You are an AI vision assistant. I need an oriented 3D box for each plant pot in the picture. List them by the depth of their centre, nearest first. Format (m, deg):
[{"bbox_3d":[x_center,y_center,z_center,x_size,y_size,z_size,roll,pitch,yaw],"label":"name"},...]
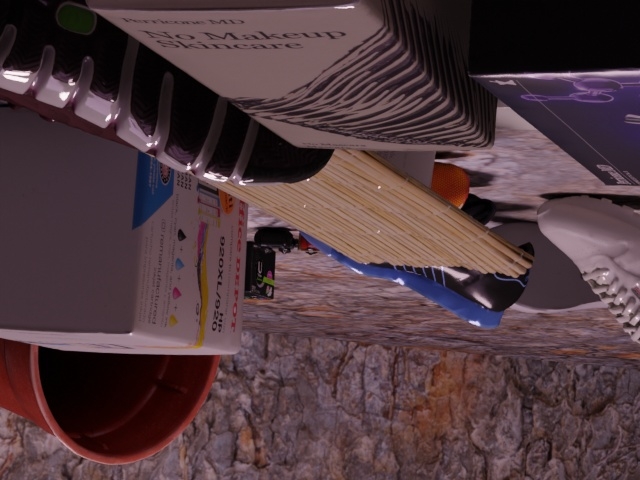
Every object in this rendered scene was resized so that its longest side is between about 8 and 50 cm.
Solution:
[{"bbox_3d":[-0.297,0.092,1.923,0.265,0.272,0.272,9,178,42],"label":"plant pot"}]

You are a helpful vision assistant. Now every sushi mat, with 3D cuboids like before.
[{"bbox_3d":[0.017,-0.024,1.144,0.151,0.019,0.316,4,168,30],"label":"sushi mat"}]

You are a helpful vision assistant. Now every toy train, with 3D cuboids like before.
[{"bbox_3d":[0.000,0.000,1.876,0.158,0.027,0.036,1,162,22],"label":"toy train"}]

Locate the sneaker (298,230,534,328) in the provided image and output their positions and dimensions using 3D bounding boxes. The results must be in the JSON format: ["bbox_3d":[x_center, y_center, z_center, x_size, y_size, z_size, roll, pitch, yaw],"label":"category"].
[{"bbox_3d":[0.091,-0.003,1.627,0.232,0.090,0.081,24,-157,-12],"label":"sneaker"}]

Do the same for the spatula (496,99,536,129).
[{"bbox_3d":[0.164,-0.097,1.048,0.168,0.019,0.242,2,173,19],"label":"spatula"}]

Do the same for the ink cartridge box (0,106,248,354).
[{"bbox_3d":[-0.173,-0.001,1.368,0.168,0.171,0.233,2,173,17],"label":"ink cartridge box"}]

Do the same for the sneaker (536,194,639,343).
[{"bbox_3d":[0.294,0.039,1.562,0.235,0.094,0.090,29,170,-10],"label":"sneaker"}]

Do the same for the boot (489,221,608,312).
[{"bbox_3d":[0.228,0.041,1.789,0.258,0.095,0.123,7,165,-33],"label":"boot"}]

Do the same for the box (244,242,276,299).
[{"bbox_3d":[-0.092,0.038,2.065,0.052,0.062,0.083,0,172,19],"label":"box"}]

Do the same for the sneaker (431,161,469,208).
[{"bbox_3d":[0.034,-0.041,1.391,0.175,0.064,0.067,-1,163,15],"label":"sneaker"}]

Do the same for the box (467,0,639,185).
[{"bbox_3d":[0.190,-0.092,0.764,0.184,0.103,0.261,3,173,22],"label":"box"}]

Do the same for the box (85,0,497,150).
[{"bbox_3d":[0.002,-0.108,0.736,0.113,0.094,0.275,1,173,17],"label":"box"}]

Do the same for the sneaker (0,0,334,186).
[{"bbox_3d":[-0.134,-0.103,0.898,0.281,0.106,0.162,20,170,-31],"label":"sneaker"}]

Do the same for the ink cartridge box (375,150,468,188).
[{"bbox_3d":[0.020,-0.059,1.182,0.181,0.061,0.104,10,173,-5],"label":"ink cartridge box"}]

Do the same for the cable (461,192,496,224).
[{"bbox_3d":[0.064,-0.035,1.495,0.184,0.047,0.150,6,173,30],"label":"cable"}]
